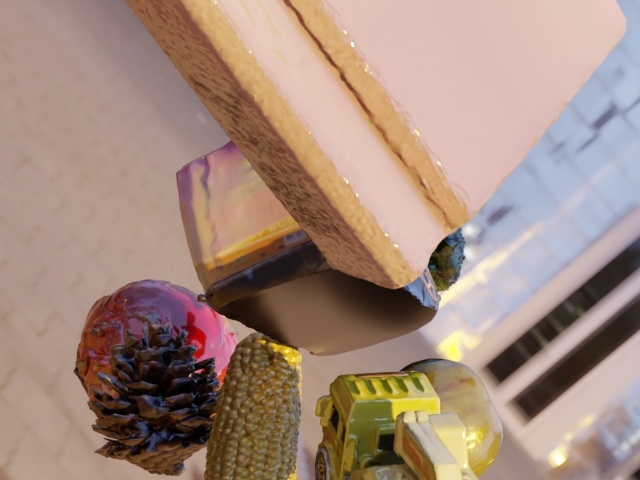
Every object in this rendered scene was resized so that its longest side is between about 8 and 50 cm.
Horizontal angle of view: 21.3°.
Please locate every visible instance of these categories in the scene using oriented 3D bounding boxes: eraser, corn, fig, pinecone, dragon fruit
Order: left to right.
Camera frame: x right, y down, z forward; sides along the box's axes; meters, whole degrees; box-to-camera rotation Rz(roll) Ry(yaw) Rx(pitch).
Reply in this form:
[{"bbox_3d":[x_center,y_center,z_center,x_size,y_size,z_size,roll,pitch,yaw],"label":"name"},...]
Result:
[{"bbox_3d":[-0.177,0.172,1.857,0.173,0.173,0.173,49,3,-4],"label":"pinecone"},{"bbox_3d":[-0.227,0.170,2.386,0.252,0.241,0.241,17,22,-32],"label":"dragon fruit"},{"bbox_3d":[-0.073,0.241,1.754,0.101,0.101,0.310,45,40,-52],"label":"corn"},{"bbox_3d":[0.020,-0.188,1.114,0.122,0.272,0.359,18,-30,52],"label":"eraser"},{"bbox_3d":[0.098,0.201,1.837,0.148,0.186,0.142,145,-58,-64],"label":"fig"}]

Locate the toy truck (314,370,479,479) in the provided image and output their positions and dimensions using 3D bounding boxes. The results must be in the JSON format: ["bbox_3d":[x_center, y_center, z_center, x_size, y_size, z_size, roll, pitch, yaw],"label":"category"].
[{"bbox_3d":[0.080,0.216,1.585,0.272,0.124,0.157,-120,-148,-62],"label":"toy truck"}]

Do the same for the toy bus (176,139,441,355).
[{"bbox_3d":[0.000,0.000,1.672,0.386,0.171,0.162,36,36,-70],"label":"toy bus"}]

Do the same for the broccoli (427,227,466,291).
[{"bbox_3d":[0.045,0.008,2.182,0.297,0.297,0.297,49,25,-17],"label":"broccoli"}]
